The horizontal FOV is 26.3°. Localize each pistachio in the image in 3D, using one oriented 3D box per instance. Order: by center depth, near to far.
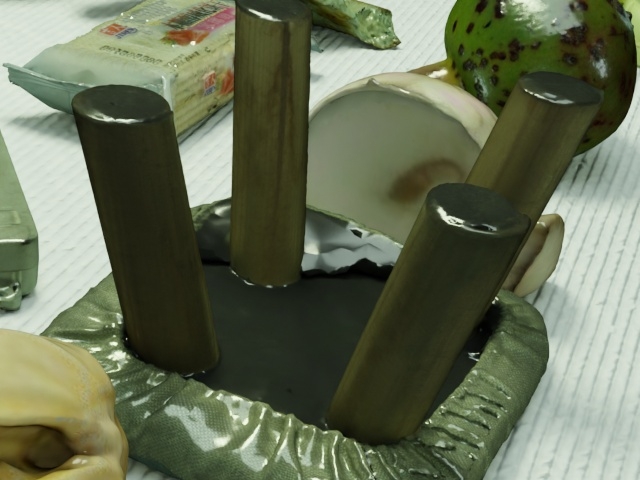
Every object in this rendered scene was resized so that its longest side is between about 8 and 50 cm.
[{"bbox_3d":[-0.206,0.127,0.703,0.229,0.157,0.157,-13,35,-24],"label":"pistachio"}]

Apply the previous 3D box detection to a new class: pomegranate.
[{"bbox_3d":[0.181,-0.162,1.302,0.248,0.202,0.202,-24,30,6],"label":"pomegranate"}]

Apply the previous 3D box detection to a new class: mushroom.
[{"bbox_3d":[0.101,-0.070,1.111,0.236,0.162,0.173,23,34,21],"label":"mushroom"}]

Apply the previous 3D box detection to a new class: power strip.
[{"bbox_3d":[-0.273,-0.021,1.038,0.093,0.053,0.288,-4,30,-21],"label":"power strip"}]

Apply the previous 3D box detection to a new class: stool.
[{"bbox_3d":[0.000,0.000,0.897,0.310,0.226,0.310,17,28,15],"label":"stool"}]

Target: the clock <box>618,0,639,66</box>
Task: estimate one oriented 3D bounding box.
[{"bbox_3d":[0.430,-0.243,1.600,0.170,0.069,0.232,-10,34,-30],"label":"clock"}]

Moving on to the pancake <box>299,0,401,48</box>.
[{"bbox_3d":[-0.088,-0.276,1.497,0.376,0.054,0.197,13,6,-5],"label":"pancake"}]

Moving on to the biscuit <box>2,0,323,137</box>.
[{"bbox_3d":[-0.146,-0.177,1.324,0.186,0.079,0.309,20,32,20],"label":"biscuit"}]
